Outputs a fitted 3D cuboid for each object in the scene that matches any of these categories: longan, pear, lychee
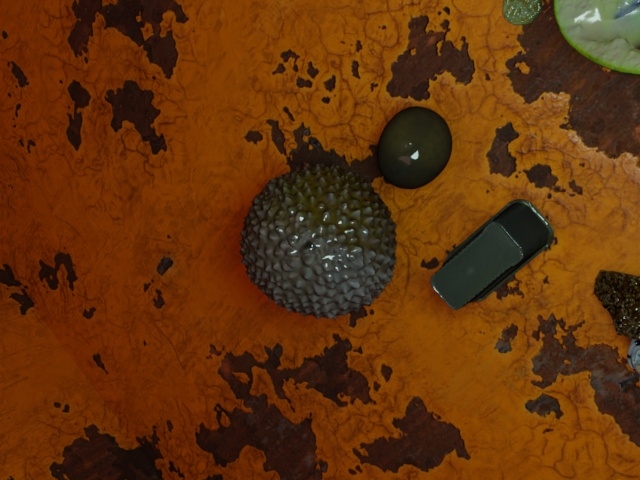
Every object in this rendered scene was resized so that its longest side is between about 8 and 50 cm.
[{"bbox_3d":[0.209,-0.205,1.818,0.189,0.189,0.189,11,110,30],"label":"longan"},{"bbox_3d":[0.597,-0.489,1.417,0.398,0.165,0.399,0,139,0],"label":"pear"},{"bbox_3d":[0.000,0.000,1.896,0.380,0.432,0.381,0,85,2],"label":"lychee"}]

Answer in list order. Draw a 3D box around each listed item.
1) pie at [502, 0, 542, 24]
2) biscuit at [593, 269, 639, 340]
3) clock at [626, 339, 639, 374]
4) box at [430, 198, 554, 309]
[{"bbox_3d":[0.419,-0.487,1.679,0.085,0.017,0.085,10,108,31],"label":"pie"},{"bbox_3d":[0.646,0.138,1.641,0.236,0.026,0.131,13,93,57],"label":"biscuit"},{"bbox_3d":[0.707,0.215,1.654,0.117,0.079,0.176,35,123,43],"label":"clock"},{"bbox_3d":[0.363,0.039,1.784,0.138,0.178,0.274,50,124,11],"label":"box"}]
